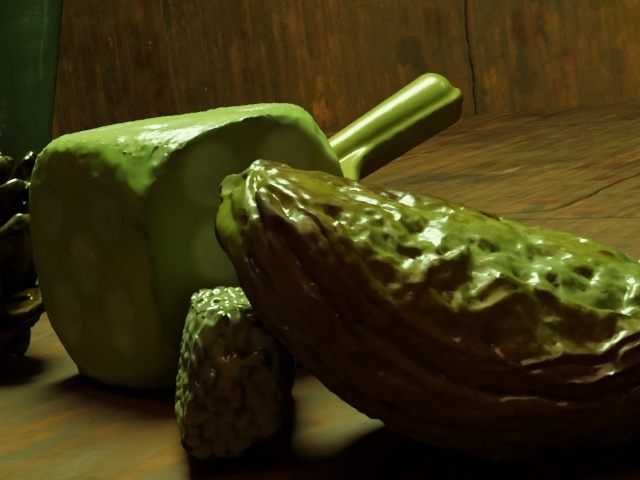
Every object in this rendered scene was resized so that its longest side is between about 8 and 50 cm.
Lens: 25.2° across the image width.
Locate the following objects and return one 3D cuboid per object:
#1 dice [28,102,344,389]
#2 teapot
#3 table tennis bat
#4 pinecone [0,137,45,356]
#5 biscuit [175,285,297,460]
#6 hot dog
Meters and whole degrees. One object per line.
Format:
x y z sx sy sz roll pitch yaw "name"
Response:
-0.087 0.001 0.970 0.166 0.169 0.169 -15 11 -36 "dice"
-0.340 -0.110 1.345 0.253 0.344 0.300 -4 9 14 "teapot"
-0.018 -0.047 1.198 0.320 0.050 0.198 -32 24 -13 "table tennis bat"
-0.268 0.007 1.056 0.149 0.195 0.179 7 -5 -27 "pinecone"
-0.047 0.069 0.795 0.070 0.082 0.168 0 3 -2 "biscuit"
0.067 0.039 0.721 0.259 0.114 0.175 11 12 2 "hot dog"
